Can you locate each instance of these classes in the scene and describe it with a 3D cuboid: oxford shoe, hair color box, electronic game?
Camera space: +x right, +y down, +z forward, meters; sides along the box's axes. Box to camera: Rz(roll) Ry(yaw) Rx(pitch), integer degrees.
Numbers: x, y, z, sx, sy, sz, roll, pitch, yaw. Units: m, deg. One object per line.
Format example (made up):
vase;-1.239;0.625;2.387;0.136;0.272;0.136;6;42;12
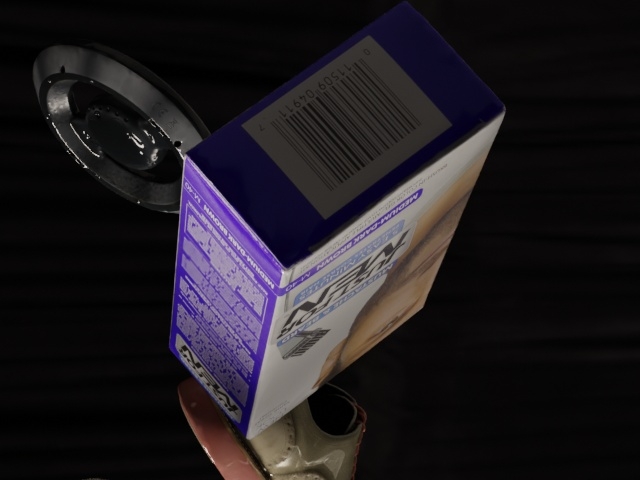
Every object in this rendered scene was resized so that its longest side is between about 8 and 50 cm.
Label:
oxford shoe;0.000;0.215;1.699;0.348;0.130;0.123;54;-174;-50
hair color box;0.000;0.000;1.249;0.110;0.185;0.339;49;161;13
electronic game;-0.191;-0.111;1.800;0.229;0.048;0.229;28;151;18

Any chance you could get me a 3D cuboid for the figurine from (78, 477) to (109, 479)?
figurine;-0.268;0.345;1.718;0.092;0.214;0.210;70;-169;-73
